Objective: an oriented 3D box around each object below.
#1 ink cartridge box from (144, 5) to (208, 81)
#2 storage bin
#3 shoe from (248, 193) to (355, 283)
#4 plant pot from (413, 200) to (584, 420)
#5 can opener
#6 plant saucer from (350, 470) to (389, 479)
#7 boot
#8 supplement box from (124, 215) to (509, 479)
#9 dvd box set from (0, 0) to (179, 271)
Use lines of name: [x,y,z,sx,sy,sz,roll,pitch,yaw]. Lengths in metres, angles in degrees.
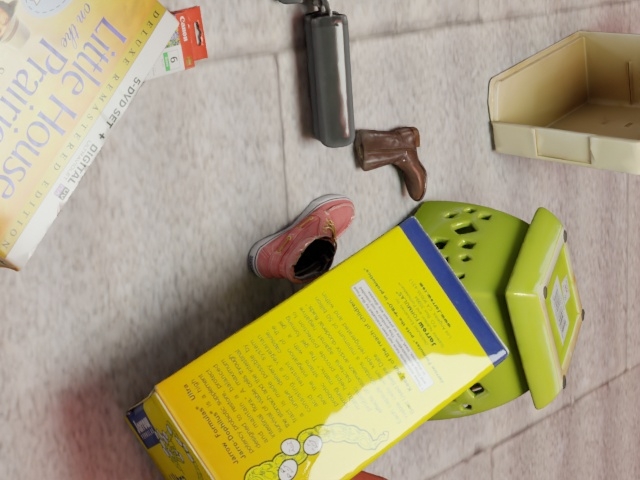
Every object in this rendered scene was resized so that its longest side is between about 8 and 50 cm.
ink cartridge box: [-0.163,-0.214,1.234,0.115,0.029,0.063,-24,114,-39]
storage bin: [0.422,-0.204,1.660,0.260,0.262,0.123,-30,121,-37]
shoe: [0.000,0.000,1.407,0.178,0.081,0.063,-33,120,-36]
plant pot: [0.225,0.091,1.520,0.227,0.207,0.228,-58,138,-48]
can opener: [-0.009,-0.250,1.368,0.093,0.074,0.280,-11,108,-7]
plant saucer: [-0.062,0.376,1.359,0.259,0.048,0.258,21,83,-12]
boot: [0.090,-0.098,1.508,0.114,0.037,0.106,-12,94,-46]
supplement box: [-0.007,0.162,1.268,0.356,0.194,0.195,-33,87,-24]
dvd box set: [-0.351,-0.209,1.006,0.420,0.062,0.308,43,69,-37]
